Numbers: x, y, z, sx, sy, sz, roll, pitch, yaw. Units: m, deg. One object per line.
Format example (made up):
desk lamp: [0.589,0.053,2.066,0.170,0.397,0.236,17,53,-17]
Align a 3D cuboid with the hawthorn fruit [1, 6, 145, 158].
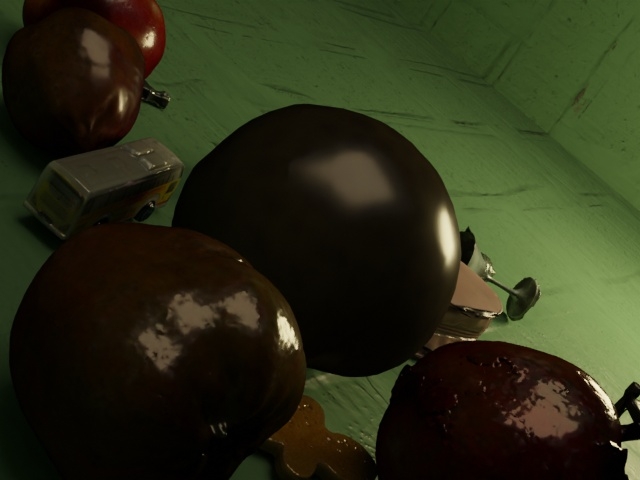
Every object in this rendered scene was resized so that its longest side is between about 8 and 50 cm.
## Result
hawthorn fruit: [-0.349,-0.199,1.430,0.208,0.208,0.248,11,58,-44]

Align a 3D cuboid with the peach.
peach: [-0.375,-0.353,1.658,0.243,0.200,0.243,30,-13,8]

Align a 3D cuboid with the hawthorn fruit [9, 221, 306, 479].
hawthorn fruit: [-0.174,0.106,0.979,0.267,0.268,0.301,5,28,-49]

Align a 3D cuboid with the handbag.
handbag: [0.191,0.107,1.631,0.205,0.116,0.179,13,32,-41]

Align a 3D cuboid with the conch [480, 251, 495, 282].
conch: [0.307,0.047,1.977,0.085,0.057,0.076,36,11,1]

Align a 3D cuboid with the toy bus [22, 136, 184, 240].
toy bus: [-0.286,-0.074,1.357,0.092,0.106,0.268,41,24,9]

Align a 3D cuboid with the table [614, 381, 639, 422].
table: [0.427,0.402,1.190,0.222,0.272,0.335,25,25,-20]

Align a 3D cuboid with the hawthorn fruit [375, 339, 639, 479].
hawthorn fruit: [0.207,0.267,1.158,0.316,0.316,0.316,29,24,-14]

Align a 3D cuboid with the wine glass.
wine glass: [0.320,0.070,1.878,0.182,0.122,0.122,28,24,-20]

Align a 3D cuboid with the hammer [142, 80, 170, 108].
hammer: [-0.355,-0.343,1.865,0.111,0.033,0.288,21,27,-31]

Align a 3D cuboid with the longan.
longan: [0.000,0.000,1.322,0.404,0.336,0.405,18,59,-33]

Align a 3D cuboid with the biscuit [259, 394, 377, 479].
biscuit: [-0.040,0.232,1.192,0.240,0.035,0.158,32,26,-6]
